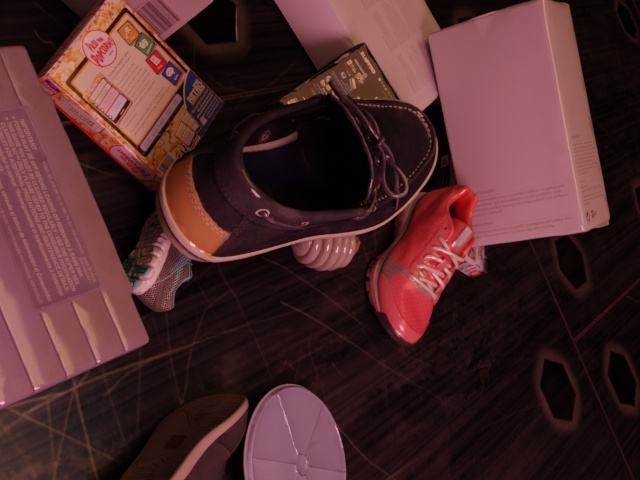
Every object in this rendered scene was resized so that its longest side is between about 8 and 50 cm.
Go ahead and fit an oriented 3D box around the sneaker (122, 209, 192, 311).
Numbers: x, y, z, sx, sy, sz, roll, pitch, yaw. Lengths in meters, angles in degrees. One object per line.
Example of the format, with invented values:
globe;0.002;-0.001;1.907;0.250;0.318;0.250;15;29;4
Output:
sneaker;-0.179;0.016;0.991;0.076;0.065;0.166;58;41;-35

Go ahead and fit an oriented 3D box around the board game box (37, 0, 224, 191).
board game box;-0.224;-0.176;0.997;0.193;0.045;0.147;46;57;-30

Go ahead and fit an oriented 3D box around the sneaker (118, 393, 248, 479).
sneaker;-0.139;0.262;0.906;0.222;0.083;0.118;-42;126;-58

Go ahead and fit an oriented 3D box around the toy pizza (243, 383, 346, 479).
toy pizza;-0.035;0.278;1.020;0.201;0.032;0.201;29;54;-49

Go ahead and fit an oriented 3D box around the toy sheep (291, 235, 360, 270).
toy sheep;0.000;0.000;1.166;0.132;0.091;0.091;4;68;-32

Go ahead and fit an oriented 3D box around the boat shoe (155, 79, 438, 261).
boat shoe;0.020;-0.100;1.066;0.500;0.156;0.187;-21;83;-47

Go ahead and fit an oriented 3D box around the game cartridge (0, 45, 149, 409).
game cartridge;-0.330;-0.019;0.834;0.230;0.068;0.355;-21;88;-54

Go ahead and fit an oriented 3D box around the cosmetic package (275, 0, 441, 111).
cosmetic package;0.070;-0.385;1.416;0.377;0.097;0.284;57;39;-11

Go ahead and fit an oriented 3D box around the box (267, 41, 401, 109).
box;0.052;-0.162;1.265;0.175;0.051;0.220;-38;102;-19

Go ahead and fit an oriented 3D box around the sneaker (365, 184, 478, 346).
sneaker;0.169;0.020;1.297;0.116;0.136;0.314;42;46;-24

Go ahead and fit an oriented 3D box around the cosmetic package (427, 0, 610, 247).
cosmetic package;0.339;-0.194;1.422;0.156;0.217;0.385;-12;94;-55

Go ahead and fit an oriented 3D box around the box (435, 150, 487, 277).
box;0.254;-0.047;1.499;0.114;0.036;0.207;32;51;-34

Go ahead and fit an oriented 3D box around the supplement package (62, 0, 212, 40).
supplement package;-0.202;-0.408;1.068;0.175;0.177;0.293;42;46;-26
